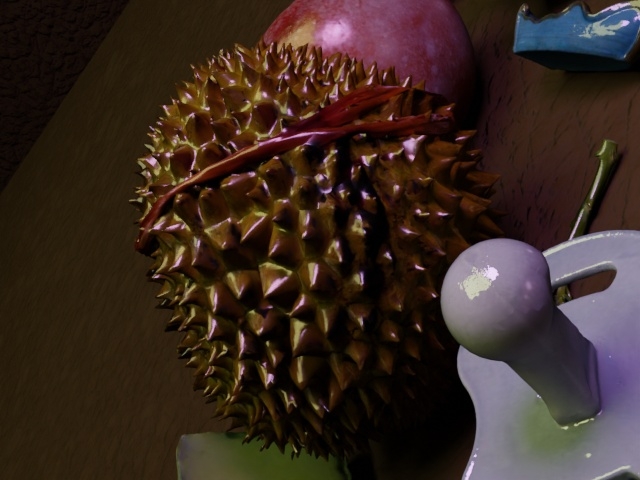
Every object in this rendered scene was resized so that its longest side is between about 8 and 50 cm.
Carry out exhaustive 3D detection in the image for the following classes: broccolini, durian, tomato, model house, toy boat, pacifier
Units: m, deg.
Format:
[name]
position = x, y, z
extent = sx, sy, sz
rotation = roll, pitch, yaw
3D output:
[broccolini]
position = 0.215, 0.001, 1.188
extent = 0.052, 0.054, 0.194
rotation = 120, 170, -67
[durian]
position = -0.005, 0.002, 1.250
extent = 0.348, 0.384, 0.347
rotation = -28, 20, 11
[tomato]
position = 0.045, -0.159, 1.485
extent = 0.270, 0.227, 0.270
rotation = -47, -5, -5
[model house]
position = -0.055, 0.322, 1.346
extent = 0.194, 0.170, 0.211
rotation = -112, 24, -53
[toy boat]
position = 0.252, -0.200, 1.277
extent = 0.185, 0.075, 0.077
rotation = 15, 88, 65
[pacifier]
position = 0.173, 0.079, 0.962
extent = 0.238, 0.226, 0.287
rotation = -23, 43, 31
